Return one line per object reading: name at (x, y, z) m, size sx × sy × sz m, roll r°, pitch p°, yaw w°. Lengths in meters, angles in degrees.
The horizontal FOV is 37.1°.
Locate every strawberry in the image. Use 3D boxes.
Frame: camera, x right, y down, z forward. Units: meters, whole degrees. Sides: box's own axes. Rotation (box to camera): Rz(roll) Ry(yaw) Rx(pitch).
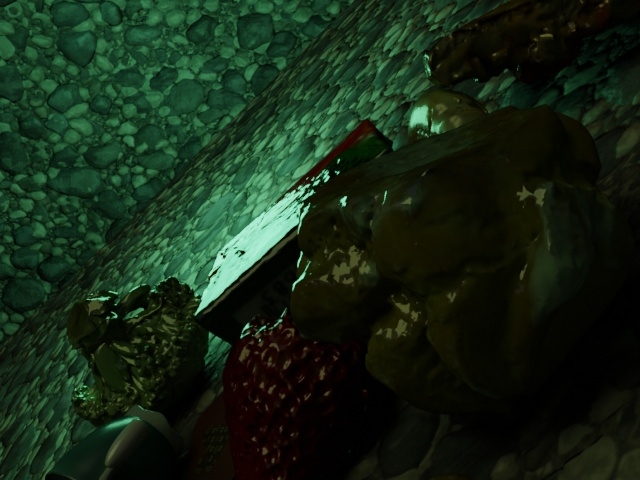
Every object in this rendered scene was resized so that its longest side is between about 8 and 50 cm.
strawberry at (-0.033, 0.220, 1.176) m, size 0.205 × 0.205 × 0.244 m, roll -12°, pitch 61°, yaw 58°

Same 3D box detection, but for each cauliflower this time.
cauliflower at (-0.334, 0.187, 1.704) m, size 0.272 × 0.250 × 0.275 m, roll -28°, pitch 31°, yaw 46°

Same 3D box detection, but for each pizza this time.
pizza at (0.362, -0.315, 1.379) m, size 0.406 × 0.130 × 0.440 m, roll -15°, pitch 13°, yaw 30°

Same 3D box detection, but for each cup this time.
cup at (-0.303, 0.350, 1.467) m, size 0.173 × 0.167 × 0.299 m, roll -52°, pitch -7°, yaw -38°

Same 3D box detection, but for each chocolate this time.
chocolate at (0.000, 0.000, 1.440) m, size 0.360 × 0.161 × 0.341 m, roll -41°, pitch 11°, yaw 10°

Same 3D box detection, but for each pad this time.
pad at (-0.151, 0.299, 1.445) m, size 0.181 × 0.004 × 0.267 m, roll -48°, pitch 19°, yaw 18°

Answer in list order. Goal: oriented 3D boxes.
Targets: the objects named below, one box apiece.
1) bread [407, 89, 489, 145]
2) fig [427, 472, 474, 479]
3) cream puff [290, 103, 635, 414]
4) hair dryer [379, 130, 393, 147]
bread at (0.196, -0.113, 1.323) m, size 0.105 × 0.213 × 0.213 m, roll -12°, pitch 12°, yaw -17°
fig at (0.124, 0.252, 0.904) m, size 0.098 × 0.082 × 0.084 m, roll -46°, pitch -23°, yaw -49°
cream puff at (0.149, 0.033, 0.999) m, size 0.378 × 0.275 × 0.378 m, roll -24°, pitch 12°, yaw 5°
hair dryer at (0.035, -0.120, 1.836) m, size 0.206 × 0.075 × 0.237 m, roll -56°, pitch 13°, yaw -5°
